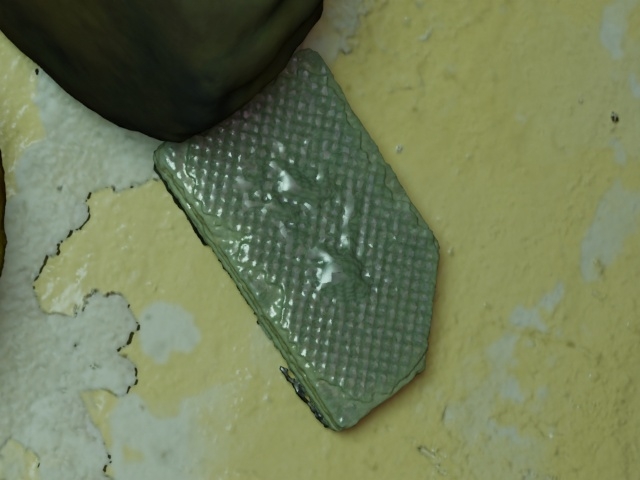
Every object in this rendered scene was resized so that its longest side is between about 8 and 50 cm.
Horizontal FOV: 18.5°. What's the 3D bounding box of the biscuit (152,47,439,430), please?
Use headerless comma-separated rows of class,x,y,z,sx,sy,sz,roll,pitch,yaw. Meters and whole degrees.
biscuit,0.000,0.000,1.442,0.150,0.052,0.252,-34,98,-21

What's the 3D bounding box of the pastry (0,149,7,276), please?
pastry,-0.365,-0.022,1.231,0.356,0.164,0.356,9,70,-26

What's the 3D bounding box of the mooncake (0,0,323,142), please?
mooncake,-0.123,-0.213,1.295,0.161,0.290,0.290,-45,101,-25
